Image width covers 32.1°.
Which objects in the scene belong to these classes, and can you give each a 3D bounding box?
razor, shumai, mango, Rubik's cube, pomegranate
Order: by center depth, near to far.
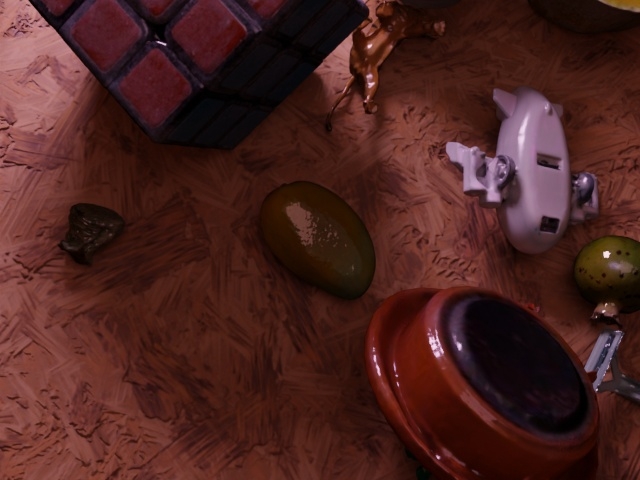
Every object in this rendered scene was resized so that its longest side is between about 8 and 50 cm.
[{"bbox_3d":[-0.158,-0.328,1.488,0.305,0.301,0.303,-41,82,14],"label":"Rubik's cube"},{"bbox_3d":[-0.316,-0.004,1.535,0.083,0.082,0.080,18,106,10],"label":"shumai"},{"bbox_3d":[0.000,0.000,1.566,0.130,0.092,0.194,-35,85,-21],"label":"mango"},{"bbox_3d":[0.499,0.241,1.599,0.278,0.056,0.111,31,76,-7],"label":"razor"},{"bbox_3d":[0.428,0.056,1.615,0.130,0.130,0.130,3,71,-9],"label":"pomegranate"}]

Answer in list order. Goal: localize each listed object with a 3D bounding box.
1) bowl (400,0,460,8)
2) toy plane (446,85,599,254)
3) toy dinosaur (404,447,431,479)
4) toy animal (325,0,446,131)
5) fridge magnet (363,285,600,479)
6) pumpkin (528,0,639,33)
[{"bbox_3d":[0.165,-0.441,1.661,0.289,0.146,0.289,7,42,-7],"label":"bowl"},{"bbox_3d":[0.306,-0.106,1.643,0.267,0.123,0.266,10,68,-25],"label":"toy plane"},{"bbox_3d":[0.157,0.281,1.495,0.059,0.096,0.132,-13,77,-15],"label":"toy dinosaur"},{"bbox_3d":[0.076,-0.274,1.685,0.114,0.116,0.255,43,83,-8],"label":"toy animal"},{"bbox_3d":[0.219,0.197,1.447,0.364,0.155,0.363,24,36,-19],"label":"fridge magnet"},{"bbox_3d":[0.466,-0.483,1.777,0.332,0.199,0.332,1,78,-6],"label":"pumpkin"}]
